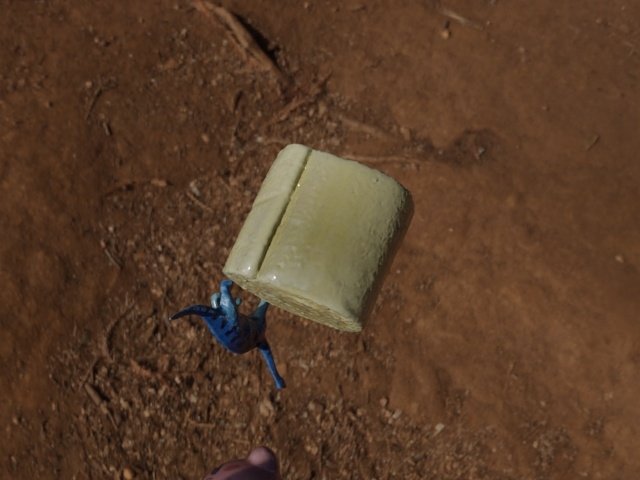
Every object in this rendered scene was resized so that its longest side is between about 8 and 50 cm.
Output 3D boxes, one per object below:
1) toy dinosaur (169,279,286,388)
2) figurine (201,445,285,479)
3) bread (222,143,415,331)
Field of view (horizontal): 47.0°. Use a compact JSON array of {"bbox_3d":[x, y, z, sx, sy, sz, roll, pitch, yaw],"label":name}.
[{"bbox_3d":[-0.148,0.141,1.276,0.076,0.329,0.144,-16,53,24],"label":"toy dinosaur"},{"bbox_3d":[-0.115,0.409,1.092,0.173,0.173,0.173,6,52,-7],"label":"figurine"},{"bbox_3d":[0.000,0.000,0.713,0.148,0.134,0.141,24,78,1],"label":"bread"}]
